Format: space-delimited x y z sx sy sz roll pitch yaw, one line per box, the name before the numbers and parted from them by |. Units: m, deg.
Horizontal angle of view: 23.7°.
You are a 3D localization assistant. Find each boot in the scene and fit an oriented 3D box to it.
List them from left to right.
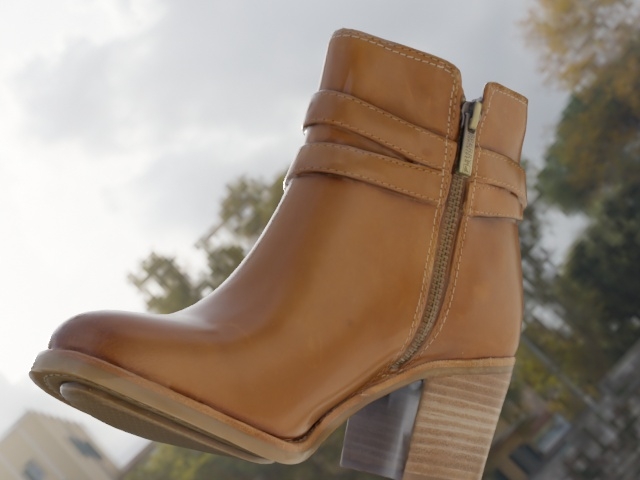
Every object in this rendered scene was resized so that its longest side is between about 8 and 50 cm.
boot | 0.000 0.000 0.747 0.283 0.109 0.220 14 -97 -35
